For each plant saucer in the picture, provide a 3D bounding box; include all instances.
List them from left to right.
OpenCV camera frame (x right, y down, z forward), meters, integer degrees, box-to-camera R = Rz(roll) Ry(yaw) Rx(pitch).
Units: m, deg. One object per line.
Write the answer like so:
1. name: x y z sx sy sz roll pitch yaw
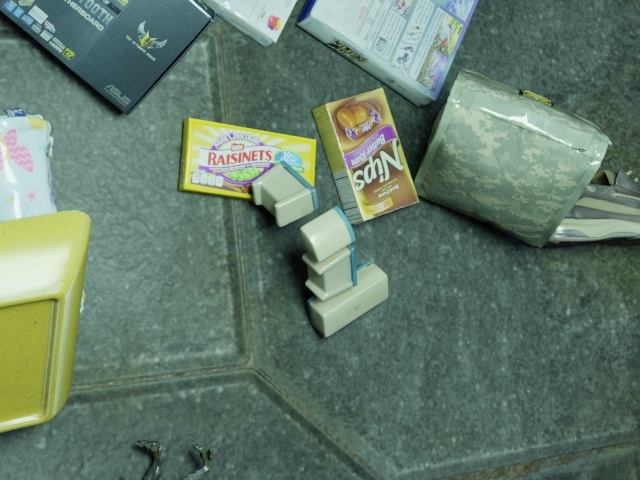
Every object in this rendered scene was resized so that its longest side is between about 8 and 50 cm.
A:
1. plant saucer: -0.424 0.133 1.315 0.332 0.333 0.081 -10 47 -28

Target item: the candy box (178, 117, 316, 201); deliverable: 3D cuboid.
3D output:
1. candy box: -0.104 -0.111 1.665 0.205 0.027 0.105 7 79 -27

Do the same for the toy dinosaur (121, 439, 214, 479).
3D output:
1. toy dinosaur: -0.199 0.333 1.546 0.268 0.064 0.118 7 87 -29

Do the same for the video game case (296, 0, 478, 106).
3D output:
1. video game case: 0.121 -0.387 1.796 0.244 0.061 0.270 31 71 -19

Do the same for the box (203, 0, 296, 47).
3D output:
1. box: -0.118 -0.396 1.687 0.186 0.038 0.145 31 71 -20

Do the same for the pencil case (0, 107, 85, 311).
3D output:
1. pencil case: -0.384 -0.026 1.463 0.124 0.113 0.273 -10 88 -47

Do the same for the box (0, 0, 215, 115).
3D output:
1. box: -0.285 -0.310 1.525 0.232 0.059 0.183 40 106 -18

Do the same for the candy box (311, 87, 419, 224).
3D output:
1. candy box: 0.069 -0.128 1.743 0.109 0.053 0.187 -20 94 -28

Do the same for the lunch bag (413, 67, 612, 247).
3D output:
1. lunch bag: 0.279 -0.135 1.685 0.235 0.287 0.169 23 72 2

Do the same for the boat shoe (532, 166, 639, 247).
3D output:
1. boat shoe: 0.498 -0.060 1.911 0.355 0.132 0.130 -1 85 -29

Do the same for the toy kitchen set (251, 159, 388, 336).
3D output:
1. toy kitchen set: 0.000 0.000 1.668 0.122 0.166 0.207 -31 142 -22
